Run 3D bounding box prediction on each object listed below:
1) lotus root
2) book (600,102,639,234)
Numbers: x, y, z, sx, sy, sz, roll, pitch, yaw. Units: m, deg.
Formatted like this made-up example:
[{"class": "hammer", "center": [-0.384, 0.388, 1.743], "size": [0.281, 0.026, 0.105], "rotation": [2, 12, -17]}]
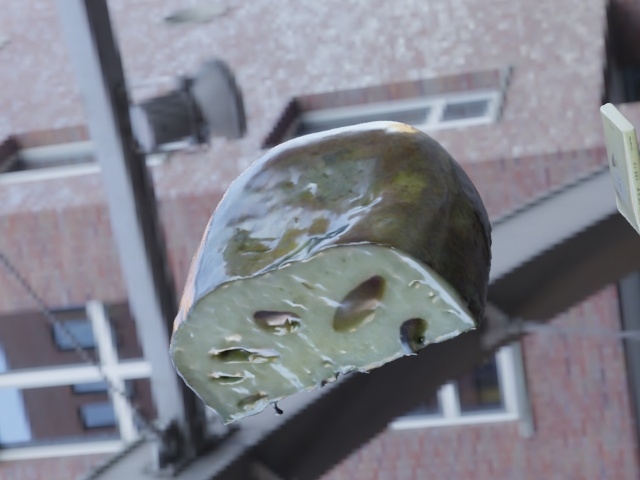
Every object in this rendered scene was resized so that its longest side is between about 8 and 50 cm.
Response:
[{"class": "lotus root", "center": [0.012, -0.012, 1.297], "size": [0.149, 0.267, 0.260], "rotation": [51, -146, -26]}, {"class": "book", "center": [0.284, -0.065, 1.433], "size": [0.077, 0.014, 0.111], "rotation": [-107, 2, -66]}]
